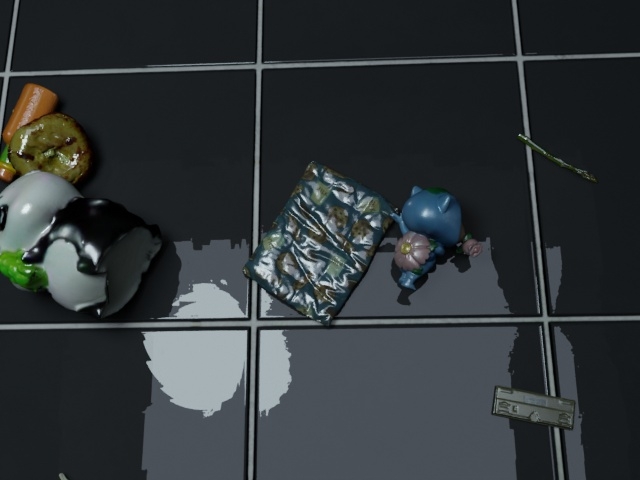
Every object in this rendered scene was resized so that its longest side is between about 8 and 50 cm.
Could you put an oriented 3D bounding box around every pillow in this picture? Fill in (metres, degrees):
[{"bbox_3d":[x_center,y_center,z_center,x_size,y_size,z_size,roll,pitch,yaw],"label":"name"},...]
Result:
[{"bbox_3d":[0.002,-0.001,1.187,0.189,0.034,0.256,30,78,11],"label":"pillow"}]

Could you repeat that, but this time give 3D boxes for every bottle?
[{"bbox_3d":[-0.553,-0.197,1.254,0.069,0.069,0.187,18,77,8],"label":"bottle"}]

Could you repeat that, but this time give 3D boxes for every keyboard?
[{"bbox_3d":[0.350,0.273,1.103,0.129,0.015,0.049,10,70,6],"label":"keyboard"}]

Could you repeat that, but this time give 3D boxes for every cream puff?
[{"bbox_3d":[-0.487,-0.157,1.219,0.149,0.084,0.149,-2,94,-28],"label":"cream puff"}]

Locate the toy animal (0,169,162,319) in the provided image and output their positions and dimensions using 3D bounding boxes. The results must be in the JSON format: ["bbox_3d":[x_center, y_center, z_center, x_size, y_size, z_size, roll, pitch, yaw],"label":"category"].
[{"bbox_3d":[-0.427,0.006,1.115,0.266,0.212,0.213,18,76,6],"label":"toy animal"}]

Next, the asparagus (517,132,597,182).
[{"bbox_3d":[0.428,-0.147,1.218,0.162,0.016,0.016,33,59,12],"label":"asparagus"}]

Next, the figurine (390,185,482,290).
[{"bbox_3d":[0.192,0.002,1.151,0.144,0.114,0.178,22,90,-20],"label":"figurine"}]

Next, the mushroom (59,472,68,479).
[{"bbox_3d":[-0.294,0.457,1.073,0.306,0.043,0.068,41,55,14],"label":"mushroom"}]
